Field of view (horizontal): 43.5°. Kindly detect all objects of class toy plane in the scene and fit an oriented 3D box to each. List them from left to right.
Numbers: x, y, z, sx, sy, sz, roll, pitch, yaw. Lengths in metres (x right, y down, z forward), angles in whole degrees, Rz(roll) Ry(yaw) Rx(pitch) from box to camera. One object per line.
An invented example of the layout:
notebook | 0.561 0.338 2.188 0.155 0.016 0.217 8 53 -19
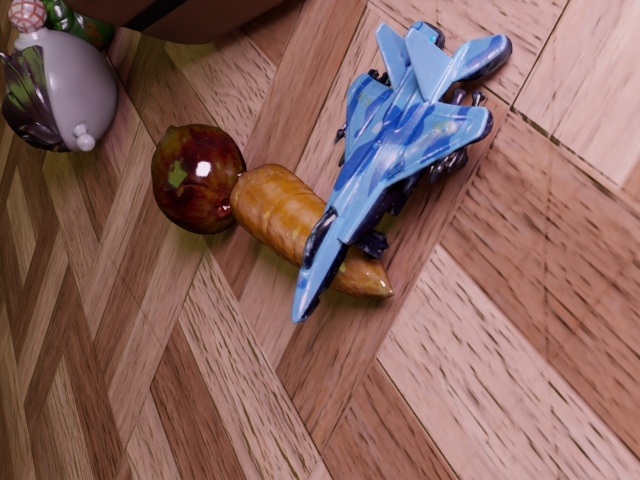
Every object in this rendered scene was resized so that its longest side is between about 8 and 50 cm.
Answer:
toy plane | 0.045 -0.046 0.589 0.169 0.078 0.247 33 104 55

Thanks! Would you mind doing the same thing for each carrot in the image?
carrot | 0.000 0.000 0.680 0.205 0.072 0.072 37 114 45

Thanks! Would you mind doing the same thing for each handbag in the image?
handbag | -0.168 -0.314 0.798 0.301 0.283 0.149 1 81 57

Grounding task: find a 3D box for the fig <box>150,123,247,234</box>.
fig | -0.139 -0.078 0.866 0.109 0.103 0.154 -51 47 5

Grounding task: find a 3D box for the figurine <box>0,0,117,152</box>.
figurine | -0.401 -0.287 1.274 0.281 0.167 0.370 87 -179 -57
